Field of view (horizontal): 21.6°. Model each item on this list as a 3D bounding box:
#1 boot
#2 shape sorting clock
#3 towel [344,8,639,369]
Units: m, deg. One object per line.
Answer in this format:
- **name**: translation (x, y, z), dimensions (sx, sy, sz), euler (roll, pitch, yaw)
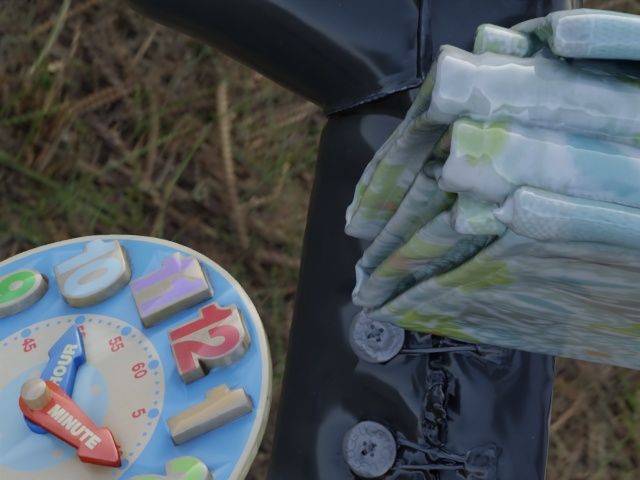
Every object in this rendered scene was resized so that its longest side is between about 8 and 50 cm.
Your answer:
- **boot**: translation (0.002, 0.000, 1.199), dimensions (0.146, 0.367, 0.445), euler (-18, 113, -64)
- **shape sorting clock**: translation (-0.120, 0.076, 0.735), dimensions (0.206, 0.040, 0.206), euler (-9, 46, 9)
- **towel**: translation (0.203, 0.004, 0.669), dimensions (0.374, 0.320, 0.090), euler (10, 81, -5)
